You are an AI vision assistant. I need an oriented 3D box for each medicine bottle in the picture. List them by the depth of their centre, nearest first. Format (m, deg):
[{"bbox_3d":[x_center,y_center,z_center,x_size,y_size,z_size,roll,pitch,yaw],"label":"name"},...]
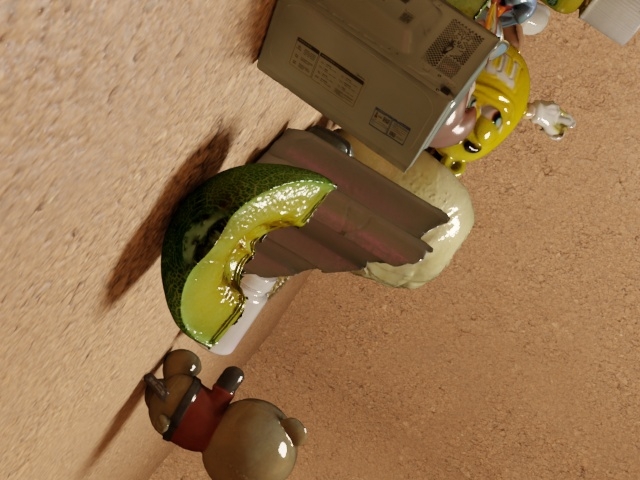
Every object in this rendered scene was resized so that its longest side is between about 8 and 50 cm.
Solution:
[{"bbox_3d":[-0.166,0.120,1.927,0.186,0.103,0.103,-56,176,21],"label":"medicine bottle"},{"bbox_3d":[0.542,-0.598,2.158,0.224,0.384,0.224,-54,177,-4],"label":"medicine bottle"}]

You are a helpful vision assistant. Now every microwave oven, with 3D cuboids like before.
[{"bbox_3d":[0.060,-0.202,1.076,0.122,0.208,0.162,-52,175,-32],"label":"microwave oven"}]

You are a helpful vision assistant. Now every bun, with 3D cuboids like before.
[{"bbox_3d":[0.105,-0.038,1.910,0.202,0.364,0.364,-56,177,-25],"label":"bun"}]

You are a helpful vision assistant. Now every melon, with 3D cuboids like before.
[{"bbox_3d":[-0.127,-0.014,1.238,0.265,0.129,0.169,-52,154,6],"label":"melon"}]

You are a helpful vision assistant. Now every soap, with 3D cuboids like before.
[{"bbox_3d":[0.000,0.000,1.564,0.258,0.302,0.159,-57,-177,36],"label":"soap"}]

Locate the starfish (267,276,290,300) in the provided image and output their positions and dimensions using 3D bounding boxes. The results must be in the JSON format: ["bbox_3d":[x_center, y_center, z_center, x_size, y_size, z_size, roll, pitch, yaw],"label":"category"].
[{"bbox_3d":[-0.130,0.098,2.405,0.432,0.082,0.324,-54,180,25],"label":"starfish"}]

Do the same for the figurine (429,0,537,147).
[{"bbox_3d":[0.227,-0.343,1.937,0.388,0.248,0.276,-63,175,-13],"label":"figurine"}]

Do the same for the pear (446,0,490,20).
[{"bbox_3d":[0.155,-0.351,1.361,0.292,0.159,0.292,-53,179,-1],"label":"pear"}]

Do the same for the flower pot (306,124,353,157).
[{"bbox_3d":[-0.034,-0.083,1.763,0.229,0.103,0.108,-57,176,33],"label":"flower pot"}]

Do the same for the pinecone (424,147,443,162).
[{"bbox_3d":[0.202,-0.231,2.404,0.292,0.246,0.246,-39,168,-33],"label":"pinecone"}]

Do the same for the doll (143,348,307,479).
[{"bbox_3d":[-0.195,0.354,1.936,0.235,0.330,0.174,-59,179,23],"label":"doll"}]

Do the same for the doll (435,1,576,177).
[{"bbox_3d":[0.367,-0.354,2.148,0.348,0.423,0.161,-8,173,-20],"label":"doll"}]
